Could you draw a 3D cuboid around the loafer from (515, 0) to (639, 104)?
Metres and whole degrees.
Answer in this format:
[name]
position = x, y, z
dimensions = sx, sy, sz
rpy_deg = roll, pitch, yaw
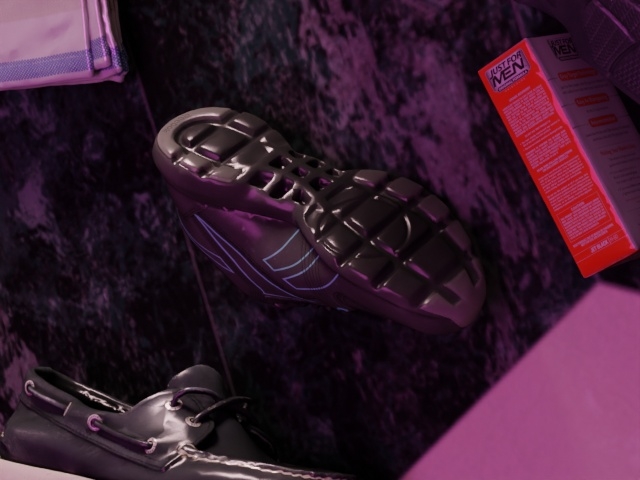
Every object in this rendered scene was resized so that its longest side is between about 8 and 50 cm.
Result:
[loafer]
position = 0.148, -0.192, 0.930
dimensions = 0.302, 0.095, 0.109
rpy_deg = 49, 158, 24

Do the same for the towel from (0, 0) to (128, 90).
[towel]
position = -0.240, -0.258, 1.241
dimensions = 0.209, 0.034, 0.285
rpy_deg = -2, 97, 41

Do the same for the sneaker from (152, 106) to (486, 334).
[sneaker]
position = 0.000, 0.000, 1.087
dimensions = 0.267, 0.101, 0.106
rpy_deg = 30, 139, 29

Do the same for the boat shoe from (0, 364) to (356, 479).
[boat shoe]
position = -0.107, 0.148, 1.174
dimensions = 0.340, 0.127, 0.113
rpy_deg = 1, 77, 41

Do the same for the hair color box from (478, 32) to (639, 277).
[hair color box]
position = 0.159, -0.054, 0.947
dimensions = 0.043, 0.072, 0.141
rpy_deg = -33, 78, 39
